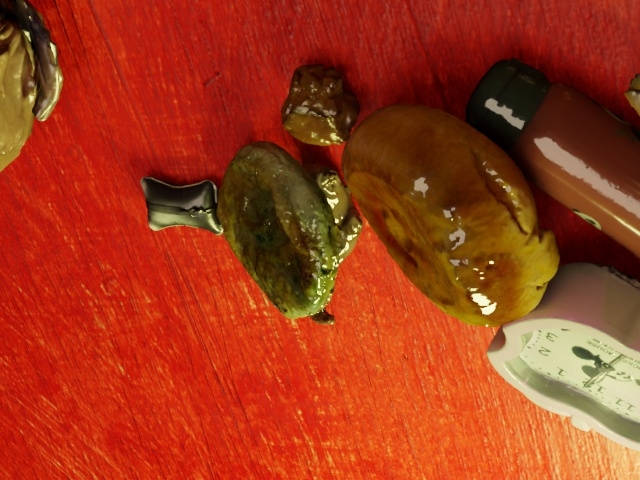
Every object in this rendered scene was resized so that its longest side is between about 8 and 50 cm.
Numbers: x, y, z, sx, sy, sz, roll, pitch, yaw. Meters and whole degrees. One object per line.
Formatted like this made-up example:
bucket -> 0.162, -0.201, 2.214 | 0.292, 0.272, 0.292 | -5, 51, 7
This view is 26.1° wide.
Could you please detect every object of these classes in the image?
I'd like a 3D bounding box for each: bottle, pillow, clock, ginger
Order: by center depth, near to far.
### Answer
bottle -> 0.343, -0.109, 1.803 | 0.336, 0.144, 0.144 | 33, 130, -1
clock -> 0.410, 0.172, 1.948 | 0.338, 0.102, 0.338 | 25, 153, 14
ginger -> 0.000, 0.002, 2.087 | 0.122, 0.084, 0.290 | 43, 139, 34
pillow -> -0.214, -0.054, 2.149 | 0.135, 0.055, 0.091 | 5, 145, 24

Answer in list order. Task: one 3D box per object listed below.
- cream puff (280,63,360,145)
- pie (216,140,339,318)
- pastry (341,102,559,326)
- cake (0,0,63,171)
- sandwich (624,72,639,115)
cream puff -> -0.001, -0.192, 1.935 | 0.116, 0.094, 0.122 | -9, 143, 32
pie -> -0.068, -0.010, 2.029 | 0.277, 0.078, 0.277 | 31, 129, 47
pastry -> 0.170, -0.035, 1.846 | 0.356, 0.164, 0.356 | 51, 171, 12
cake -> -0.545, -0.258, 2.033 | 0.321, 0.332, 0.332 | -42, 103, 1
sandwich -> 0.503, -0.150, 1.740 | 0.244, 0.090, 0.088 | 11, 124, 13
